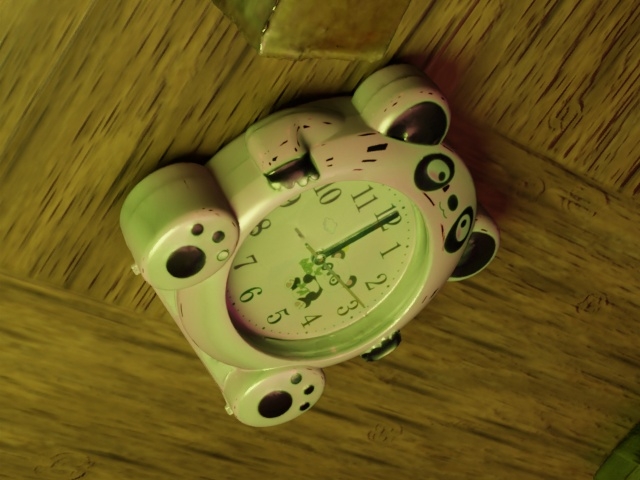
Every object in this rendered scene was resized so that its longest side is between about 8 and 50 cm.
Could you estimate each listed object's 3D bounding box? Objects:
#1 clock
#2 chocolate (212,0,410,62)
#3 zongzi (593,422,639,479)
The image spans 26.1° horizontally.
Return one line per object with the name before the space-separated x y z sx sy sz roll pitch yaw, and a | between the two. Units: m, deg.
clock | 0.000 0.000 1.009 0.248 0.090 0.227 -30 131 -3
chocolate | 0.045 -0.261 0.825 0.112 0.112 0.321 5 122 -37
zongzi | 0.431 0.182 1.319 0.251 0.125 0.274 24 106 -35
